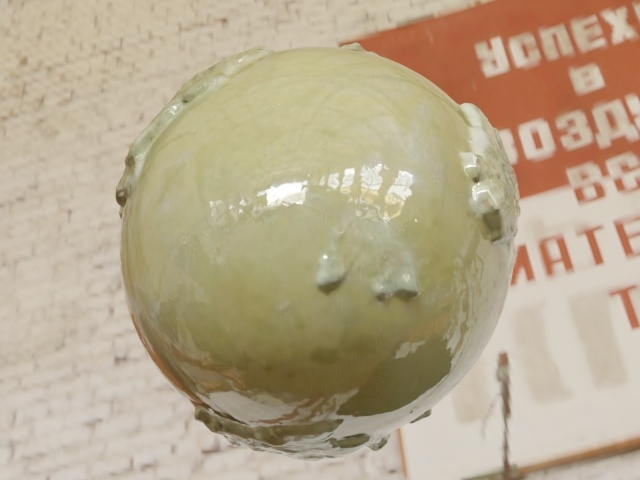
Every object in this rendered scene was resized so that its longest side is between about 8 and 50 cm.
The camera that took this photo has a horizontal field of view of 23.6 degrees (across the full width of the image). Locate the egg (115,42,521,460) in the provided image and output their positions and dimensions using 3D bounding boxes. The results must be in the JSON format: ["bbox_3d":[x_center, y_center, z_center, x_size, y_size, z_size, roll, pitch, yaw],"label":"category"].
[{"bbox_3d":[-0.004,0.001,0.607,0.164,0.201,0.164,1,-77,5],"label":"egg"}]
